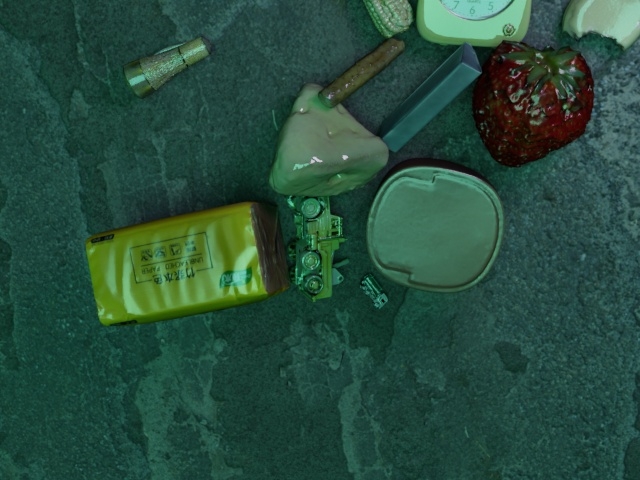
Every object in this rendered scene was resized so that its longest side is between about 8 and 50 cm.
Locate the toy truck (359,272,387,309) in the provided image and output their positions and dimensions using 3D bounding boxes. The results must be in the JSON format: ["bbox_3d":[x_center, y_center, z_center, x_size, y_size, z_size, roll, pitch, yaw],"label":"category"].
[{"bbox_3d":[0.127,0.121,2.031,0.044,0.039,0.083,-38,99,1],"label":"toy truck"}]

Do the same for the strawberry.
[{"bbox_3d":[0.432,-0.266,1.780,0.250,0.238,0.288,23,142,7],"label":"strawberry"}]

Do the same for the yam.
[{"bbox_3d":[0.089,-0.361,1.811,0.241,0.057,0.057,-40,103,-22],"label":"yam"}]

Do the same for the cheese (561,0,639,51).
[{"bbox_3d":[0.624,-0.509,1.766,0.163,0.071,0.249,30,108,-6],"label":"cheese"}]

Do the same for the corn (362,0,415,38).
[{"bbox_3d":[0.123,-0.532,1.799,0.087,0.087,0.211,-27,103,13],"label":"corn"}]

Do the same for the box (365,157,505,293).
[{"bbox_3d":[0.244,-0.050,1.874,0.301,0.216,0.301,1,108,3],"label":"box"}]

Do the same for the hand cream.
[{"bbox_3d":[-0.335,-0.393,1.892,0.203,0.084,0.084,-25,104,7],"label":"hand cream"}]

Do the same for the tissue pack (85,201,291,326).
[{"bbox_3d":[-0.283,0.052,1.905,0.382,0.293,0.228,-12,89,9],"label":"tissue pack"}]

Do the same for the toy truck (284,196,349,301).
[{"bbox_3d":[-0.003,-0.003,1.975,0.135,0.128,0.260,-11,107,-18],"label":"toy truck"}]

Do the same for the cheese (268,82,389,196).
[{"bbox_3d":[-0.024,-0.202,1.827,0.251,0.248,0.173,56,149,11],"label":"cheese"}]

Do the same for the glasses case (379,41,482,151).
[{"bbox_3d":[0.232,-0.297,1.811,0.056,0.105,0.266,38,128,-14],"label":"glasses case"}]

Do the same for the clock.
[{"bbox_3d":[0.325,-0.559,1.766,0.235,0.096,0.308,6,108,5],"label":"clock"}]
